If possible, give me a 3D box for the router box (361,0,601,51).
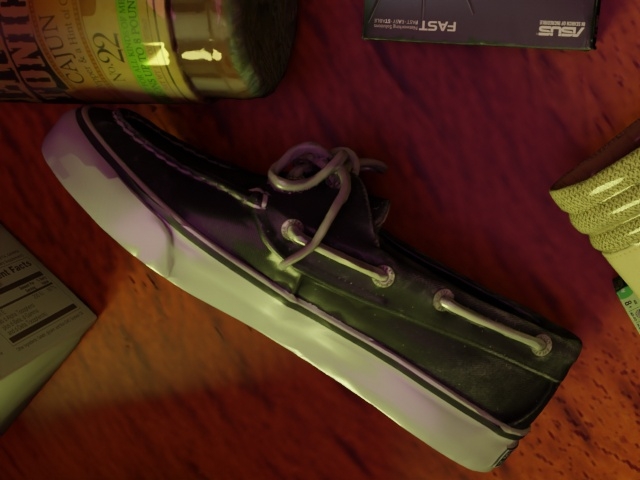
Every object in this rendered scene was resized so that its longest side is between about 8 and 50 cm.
[{"bbox_3d":[0.085,-0.147,0.460,0.122,0.038,0.092,6,105,15],"label":"router box"}]

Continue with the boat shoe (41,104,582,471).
[{"bbox_3d":[0.000,0.001,0.481,0.306,0.113,0.105,35,103,3],"label":"boat shoe"}]

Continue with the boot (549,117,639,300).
[{"bbox_3d":[0.257,-0.016,0.383,0.262,0.095,0.203,-34,91,28],"label":"boot"}]

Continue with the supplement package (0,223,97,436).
[{"bbox_3d":[-0.295,0.101,0.506,0.145,0.262,0.204,44,110,3],"label":"supplement package"}]

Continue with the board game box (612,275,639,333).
[{"bbox_3d":[0.280,0.103,0.468,0.136,0.030,0.259,-31,93,18],"label":"board game box"}]

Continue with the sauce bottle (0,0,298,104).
[{"bbox_3d":[-0.189,-0.131,0.506,0.344,0.111,0.111,2,103,17],"label":"sauce bottle"}]
